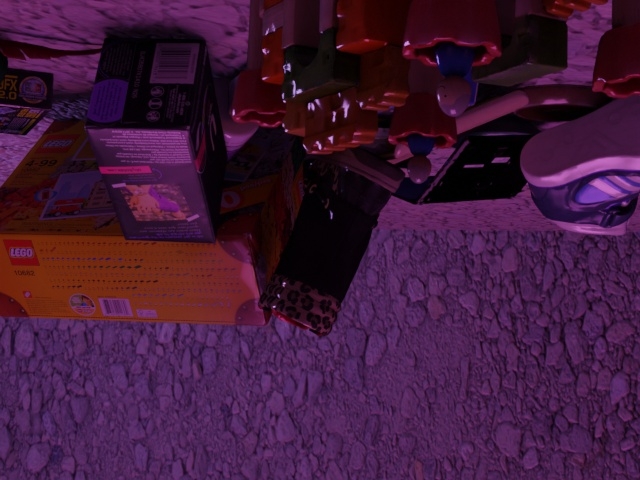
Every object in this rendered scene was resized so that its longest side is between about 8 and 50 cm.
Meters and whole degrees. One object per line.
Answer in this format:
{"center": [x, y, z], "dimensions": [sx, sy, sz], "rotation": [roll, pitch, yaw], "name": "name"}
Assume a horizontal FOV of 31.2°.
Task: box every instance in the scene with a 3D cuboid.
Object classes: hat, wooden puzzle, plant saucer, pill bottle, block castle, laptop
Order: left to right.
{"center": [-0.453, -0.269, 1.569], "dimensions": [0.173, 0.183, 0.208], "rotation": [-14, 122, 49], "name": "hat"}
{"center": [-0.182, -0.163, 1.811], "dimensions": [0.108, 0.108, 0.193], "rotation": [5, 151, -30], "name": "pill bottle"}
{"center": [0.117, -0.186, 1.188], "dimensions": [0.303, 0.213, 0.453], "rotation": [5, 174, -28], "name": "block castle"}
{"center": [0.189, -0.176, 1.791], "dimensions": [0.221, 0.044, 0.238], "rotation": [-23, -179, -8], "name": "wooden puzzle"}
{"center": [0.243, -0.139, 1.981], "dimensions": [0.234, 0.137, 0.264], "rotation": [-6, 146, -36], "name": "laptop"}
{"center": [0.302, -0.190, 2.008], "dimensions": [0.194, 0.037, 0.195], "rotation": [1, 175, 0], "name": "plant saucer"}
{"center": [0.371, -0.212, 1.800], "dimensions": [0.168, 0.029, 0.168], "rotation": [3, 175, 0], "name": "plant saucer"}

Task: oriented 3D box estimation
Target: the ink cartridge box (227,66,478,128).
{"center": [0.056, -0.220, 1.640], "dimensions": [0.303, 0.072, 0.307], "rotation": [4, 176, -21], "name": "ink cartridge box"}

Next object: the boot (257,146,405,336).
{"center": [0.000, 0.000, 1.843], "dimensions": [0.138, 0.284, 0.377], "rotation": [26, 174, -14], "name": "boot"}

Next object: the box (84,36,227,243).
{"center": [-0.220, -0.135, 1.609], "dimensions": [0.143, 0.165, 0.270], "rotation": [2, 147, 5], "name": "box"}

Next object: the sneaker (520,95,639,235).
{"center": [0.490, -0.109, 1.803], "dimensions": [0.322, 0.130, 0.236], "rotation": [-15, 147, 22], "name": "sneaker"}

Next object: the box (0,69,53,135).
{"center": [-0.563, -0.228, 1.859], "dimensions": [0.216, 0.060, 0.270], "rotation": [4, 175, -22], "name": "box"}

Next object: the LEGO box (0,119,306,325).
{"center": [-0.292, -0.044, 2.010], "dimensions": [0.500, 0.193, 0.372], "rotation": [1, -144, 15], "name": "LEGO box"}

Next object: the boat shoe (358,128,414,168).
{"center": [0.074, -0.159, 2.137], "dimensions": [0.285, 0.092, 0.102], "rotation": [-4, 170, 40], "name": "boat shoe"}
